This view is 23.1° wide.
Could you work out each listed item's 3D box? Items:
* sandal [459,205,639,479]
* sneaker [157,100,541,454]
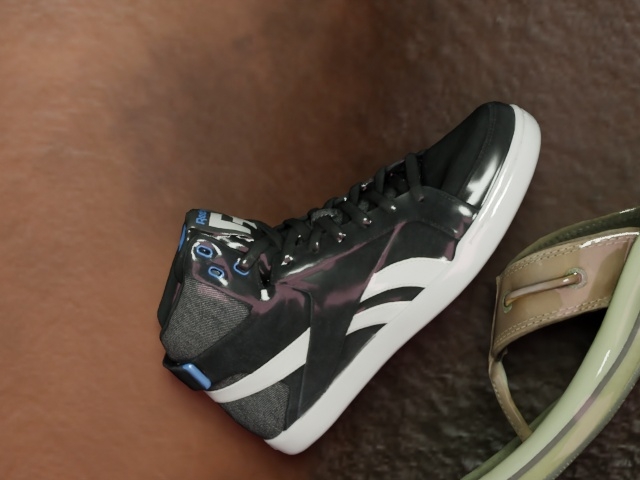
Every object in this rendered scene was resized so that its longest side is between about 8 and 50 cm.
[{"bbox_3d":[0.141,0.014,0.777,0.086,0.120,0.303,33,106,13],"label":"sandal"},{"bbox_3d":[0.000,0.000,0.762,0.121,0.079,0.217,33,107,-18],"label":"sneaker"}]
